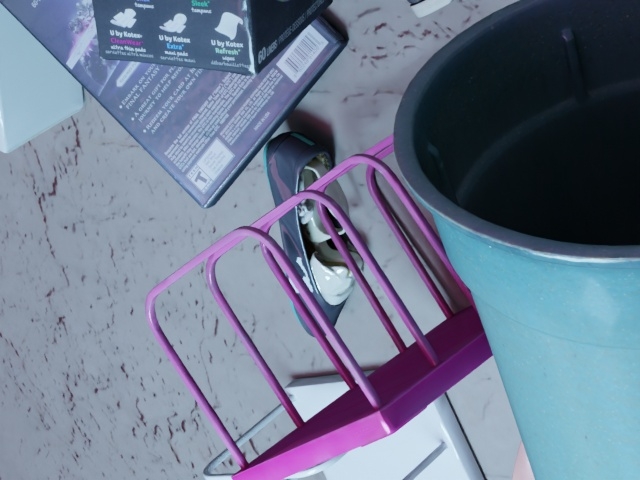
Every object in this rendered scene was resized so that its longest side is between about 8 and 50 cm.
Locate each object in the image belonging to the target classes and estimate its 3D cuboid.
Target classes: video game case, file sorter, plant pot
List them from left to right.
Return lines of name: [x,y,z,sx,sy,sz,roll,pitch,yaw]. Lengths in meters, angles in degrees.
video game case: [-0.133,-0.191,1.534,0.274,0.026,0.196,45,112,11]
file sorter: [0.043,0.283,1.650,0.193,0.173,0.278,-11,108,47]
file sorter: [0.040,0.032,1.389,0.202,0.290,0.182,-31,91,50]
plant pot: [0.248,0.036,1.187,0.341,0.341,0.334,15,135,37]

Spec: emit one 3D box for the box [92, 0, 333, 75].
box: [-0.090,-0.284,1.357,0.143,0.165,0.270,8,123,21]

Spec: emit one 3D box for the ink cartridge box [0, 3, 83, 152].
ink cartridge box: [-0.374,-0.230,1.732,0.273,0.114,0.197,23,131,31]

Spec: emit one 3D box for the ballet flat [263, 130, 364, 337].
ballet flat: [0.000,0.000,1.573,0.074,0.074,0.203,9,120,40]

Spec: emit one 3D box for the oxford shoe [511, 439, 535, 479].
oxford shoe: [0.236,0.281,1.495,0.146,0.140,0.397,20,132,24]

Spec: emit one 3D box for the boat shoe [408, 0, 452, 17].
boat shoe: [0.119,-0.227,1.294,0.065,0.075,0.206,56,145,-7]
